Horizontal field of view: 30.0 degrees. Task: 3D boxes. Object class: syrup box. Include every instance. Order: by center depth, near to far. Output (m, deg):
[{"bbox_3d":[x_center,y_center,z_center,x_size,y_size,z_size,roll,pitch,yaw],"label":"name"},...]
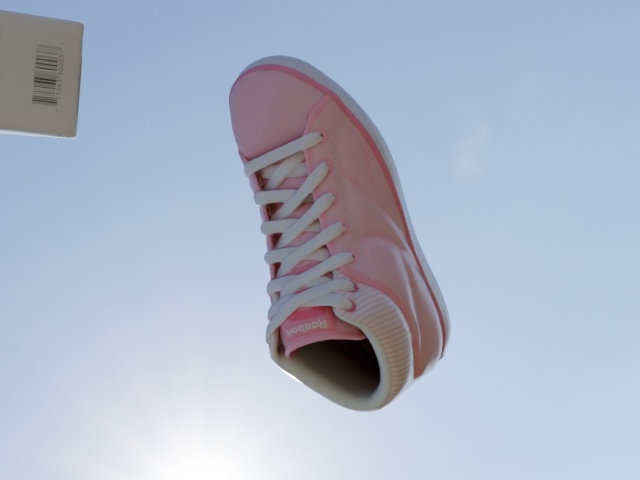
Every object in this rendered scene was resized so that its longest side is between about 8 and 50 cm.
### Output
[{"bbox_3d":[-0.289,-0.139,1.013,0.096,0.237,0.093,3,-86,-32],"label":"syrup box"}]

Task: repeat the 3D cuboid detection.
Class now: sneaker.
[{"bbox_3d":[0.000,0.000,0.427,0.051,0.134,0.070,-22,10,31],"label":"sneaker"}]
